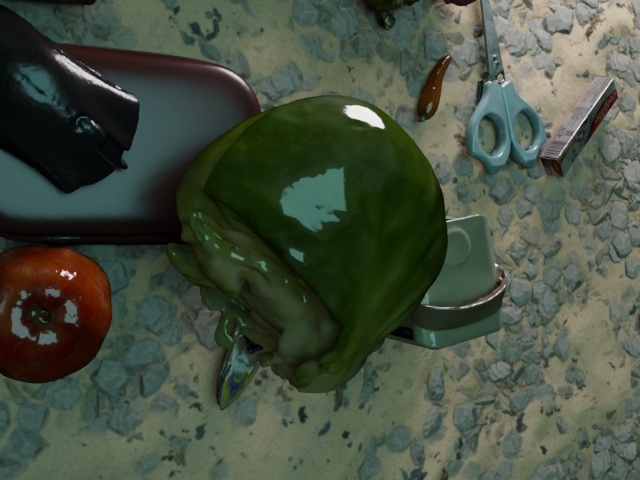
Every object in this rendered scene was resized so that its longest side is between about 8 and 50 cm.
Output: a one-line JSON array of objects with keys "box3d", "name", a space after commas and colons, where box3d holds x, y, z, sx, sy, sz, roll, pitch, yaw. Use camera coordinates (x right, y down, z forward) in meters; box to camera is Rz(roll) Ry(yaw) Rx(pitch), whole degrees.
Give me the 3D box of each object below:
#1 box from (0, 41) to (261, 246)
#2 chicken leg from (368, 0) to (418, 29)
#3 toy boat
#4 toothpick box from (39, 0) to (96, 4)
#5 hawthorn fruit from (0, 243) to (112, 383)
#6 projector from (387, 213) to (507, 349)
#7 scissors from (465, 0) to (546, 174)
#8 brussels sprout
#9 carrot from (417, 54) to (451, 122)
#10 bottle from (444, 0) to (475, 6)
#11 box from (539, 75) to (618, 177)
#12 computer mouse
[{"box3d": [-0.265, -0.123, 0.933, 0.403, 0.108, 0.263, 1, 90, -25], "name": "box"}, {"box3d": [0.061, -0.539, 1.078, 0.201, 0.152, 0.430, -28, 110, -14], "name": "chicken leg"}, {"box3d": [-0.102, 0.150, 1.035, 0.084, 0.066, 0.210, 27, 79, -22], "name": "toy boat"}, {"box3d": [-0.416, -0.380, 0.831, 0.308, 0.190, 0.188, -5, 91, -31], "name": "toothpick box"}, {"box3d": [-0.338, 0.086, 0.863, 0.189, 0.189, 0.189, 0, 90, -26], "name": "hawthorn fruit"}, {"box3d": [0.158, 0.056, 1.065, 0.163, 0.242, 0.178, -13, 96, -23], "name": "projector"}, {"box3d": [0.310, -0.300, 1.259, 0.191, 0.029, 0.361, -13, 93, -29], "name": "scissors"}, {"box3d": [0.000, 0.000, 0.869, 0.314, 0.275, 0.371, -34, 136, -33], "name": "brussels sprout"}, {"box3d": [0.193, -0.260, 1.199, 0.035, 0.035, 0.142, 28, 74, -23], "name": "carrot"}, {"box3d": [0.206, -0.502, 1.163, 0.110, 0.110, 0.233, -36, 105, -21], "name": "bottle"}, {"box3d": [0.487, -0.215, 1.326, 0.218, 0.039, 0.055, -51, 132, -18], "name": "box"}, {"box3d": [-0.326, -0.164, 0.804, 0.264, 0.088, 0.147, 36, 78, -22], "name": "computer mouse"}]
